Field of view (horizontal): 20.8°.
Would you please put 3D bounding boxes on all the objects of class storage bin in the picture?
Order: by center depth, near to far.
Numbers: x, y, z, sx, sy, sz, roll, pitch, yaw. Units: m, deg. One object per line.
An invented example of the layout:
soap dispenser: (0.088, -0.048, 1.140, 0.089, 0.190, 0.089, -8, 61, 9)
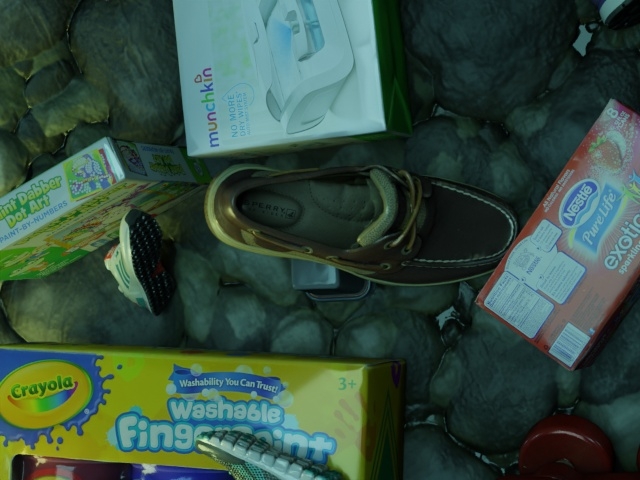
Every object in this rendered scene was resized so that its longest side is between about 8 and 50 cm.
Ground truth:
storage bin: (0.000, 0.000, 1.912, 0.098, 0.091, 0.135, -2, 88, 19)

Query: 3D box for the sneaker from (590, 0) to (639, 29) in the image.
sneaker: (0.379, -0.348, 1.785, 0.283, 0.107, 0.124, -35, 73, 15)

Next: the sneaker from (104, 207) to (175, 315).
sneaker: (-0.216, 0.019, 1.963, 0.075, 0.161, 0.057, 21, 57, 24)

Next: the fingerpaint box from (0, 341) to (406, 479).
fingerpaint box: (-0.143, 0.303, 1.916, 0.445, 0.163, 0.371, 2, 89, 18)

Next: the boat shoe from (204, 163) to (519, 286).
boat shoe: (0.056, -0.021, 1.806, 0.342, 0.123, 0.123, 10, 86, -14)

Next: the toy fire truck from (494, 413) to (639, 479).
toy fire truck: (0.316, 0.324, 1.780, 0.302, 0.169, 0.254, -3, 112, 19)

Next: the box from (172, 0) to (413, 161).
box: (-0.034, -0.230, 1.911, 0.231, 0.127, 0.262, -6, 88, 17)

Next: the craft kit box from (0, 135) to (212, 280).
craft kit box: (-0.274, -0.031, 1.924, 0.250, 0.246, 0.061, -28, 79, 17)

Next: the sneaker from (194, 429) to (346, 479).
sneaker: (-0.059, 0.247, 1.774, 0.166, 0.065, 0.076, 22, 97, 16)

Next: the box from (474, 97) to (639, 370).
box: (0.289, -0.005, 1.796, 0.128, 0.122, 0.257, 35, 100, 16)
